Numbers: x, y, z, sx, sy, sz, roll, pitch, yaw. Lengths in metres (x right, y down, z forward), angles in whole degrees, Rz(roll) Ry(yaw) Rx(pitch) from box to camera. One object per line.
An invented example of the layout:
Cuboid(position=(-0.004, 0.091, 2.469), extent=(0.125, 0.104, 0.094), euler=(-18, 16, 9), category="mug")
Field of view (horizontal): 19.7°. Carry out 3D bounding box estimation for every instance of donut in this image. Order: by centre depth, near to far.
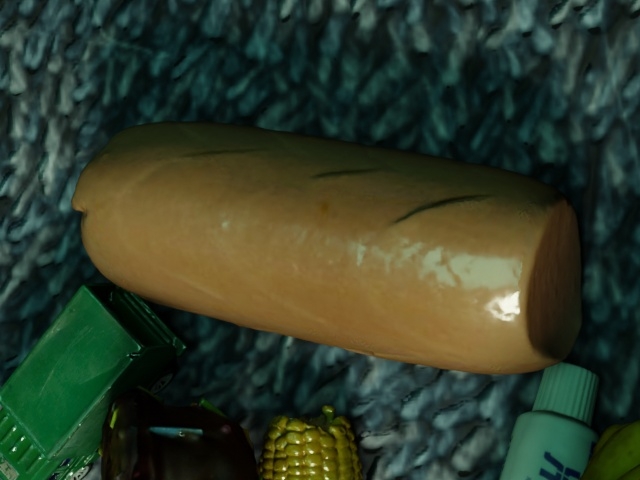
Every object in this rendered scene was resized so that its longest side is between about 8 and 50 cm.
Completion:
Cuboid(position=(-0.082, 0.198, 1.062), extent=(0.096, 0.216, 0.230), euler=(1, 128, -5), category="donut")

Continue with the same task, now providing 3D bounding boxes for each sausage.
Cuboid(position=(-0.001, 0.000, 1.065), extent=(0.304, 0.121, 0.121), euler=(10, 94, 23), category="sausage")

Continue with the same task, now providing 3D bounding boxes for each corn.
Cuboid(position=(-0.005, 0.202, 1.096), extent=(0.068, 0.068, 0.207), euler=(-2, 90, 24), category="corn")

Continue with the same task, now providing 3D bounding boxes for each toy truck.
Cuboid(position=(-0.153, 0.098, 1.157), extent=(0.065, 0.079, 0.147), euler=(46, 109, 17), category="toy truck")

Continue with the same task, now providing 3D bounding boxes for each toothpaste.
Cuboid(position=(0.102, 0.207, 0.999), extent=(0.075, 0.048, 0.297), euler=(18, 70, -2), category="toothpaste")

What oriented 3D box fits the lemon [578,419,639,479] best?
Cuboid(position=(0.225, 0.223, 0.879), extent=(0.297, 0.297, 0.297), euler=(0, 90, 24), category="lemon")
